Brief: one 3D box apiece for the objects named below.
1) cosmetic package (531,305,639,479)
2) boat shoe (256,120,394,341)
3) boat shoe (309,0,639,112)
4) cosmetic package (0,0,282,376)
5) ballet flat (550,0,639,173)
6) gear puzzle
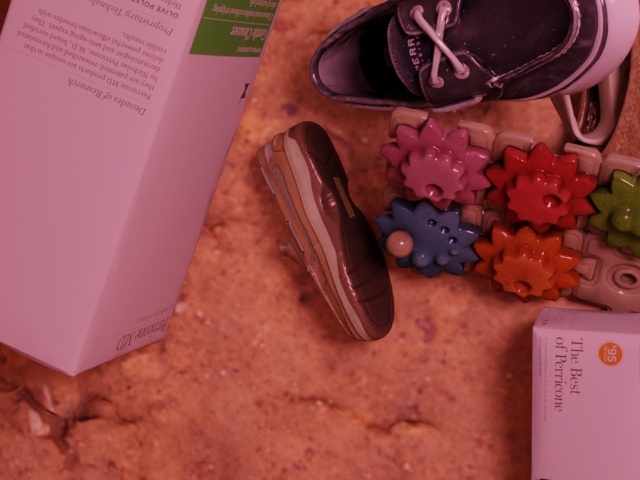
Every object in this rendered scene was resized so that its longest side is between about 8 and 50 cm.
[{"bbox_3d":[0.215,0.176,1.174,0.099,0.060,0.239,2,105,15],"label":"cosmetic package"},{"bbox_3d":[0.000,0.000,1.246,0.072,0.068,0.190,-26,78,30],"label":"boat shoe"},{"bbox_3d":[0.097,-0.145,1.090,0.301,0.102,0.108,1,106,56],"label":"boat shoe"},{"bbox_3d":[-0.168,-0.097,1.214,0.155,0.197,0.366,22,103,13],"label":"cosmetic package"},{"bbox_3d":[0.211,-0.191,1.109,0.124,0.116,0.342,-7,107,-10],"label":"ballet flat"},{"bbox_3d":[0.204,0.007,1.134,0.339,0.044,0.175,13,138,10],"label":"gear puzzle"}]
